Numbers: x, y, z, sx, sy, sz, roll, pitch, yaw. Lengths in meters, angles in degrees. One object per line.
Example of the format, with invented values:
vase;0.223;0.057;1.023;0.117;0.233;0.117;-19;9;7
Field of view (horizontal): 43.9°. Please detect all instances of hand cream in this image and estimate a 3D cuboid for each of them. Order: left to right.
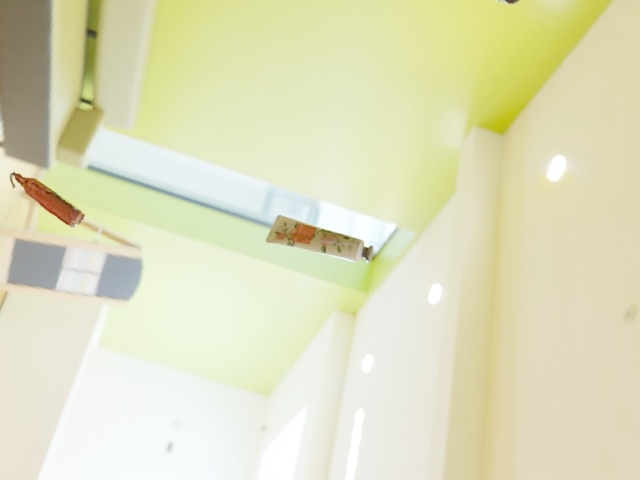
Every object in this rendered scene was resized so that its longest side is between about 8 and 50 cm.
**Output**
hand cream;0.000;0.000;1.715;0.050;0.234;0.080;83;26;-53

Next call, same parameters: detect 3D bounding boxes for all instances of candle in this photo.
candle;-0.531;-0.080;1.527;0.048;0.162;0.053;-53;176;-34

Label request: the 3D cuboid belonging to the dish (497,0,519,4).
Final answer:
dish;0.466;-0.612;1.937;0.141;0.141;0.078;126;-29;-61
